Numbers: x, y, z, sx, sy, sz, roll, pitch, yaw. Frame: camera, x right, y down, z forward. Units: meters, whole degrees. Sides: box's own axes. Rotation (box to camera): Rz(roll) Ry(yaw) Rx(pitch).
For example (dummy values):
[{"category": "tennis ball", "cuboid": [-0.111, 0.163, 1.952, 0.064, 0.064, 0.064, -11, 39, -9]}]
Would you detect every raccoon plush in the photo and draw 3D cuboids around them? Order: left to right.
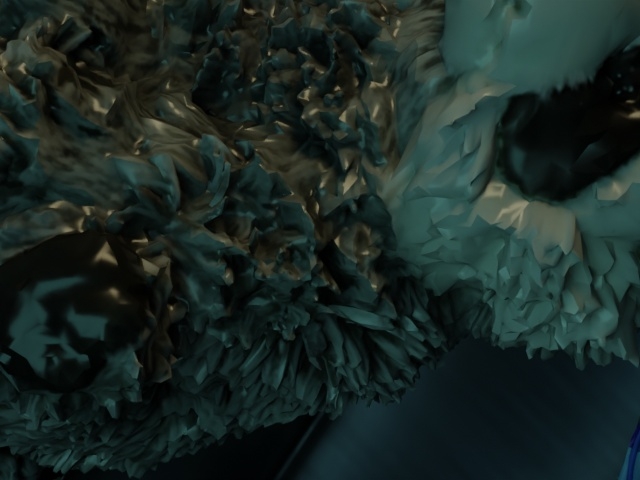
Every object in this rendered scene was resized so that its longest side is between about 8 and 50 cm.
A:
[{"category": "raccoon plush", "cuboid": [0.000, 0.000, 0.733, 0.299, 0.446, 0.216, 4, 73, -13]}]

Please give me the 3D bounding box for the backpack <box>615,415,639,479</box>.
[{"category": "backpack", "cuboid": [0.174, 0.111, 0.653, 0.158, 0.117, 0.173, 16, 102, 25]}]
